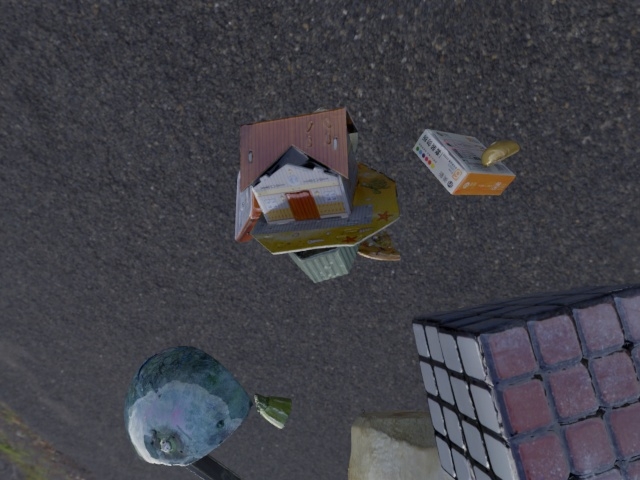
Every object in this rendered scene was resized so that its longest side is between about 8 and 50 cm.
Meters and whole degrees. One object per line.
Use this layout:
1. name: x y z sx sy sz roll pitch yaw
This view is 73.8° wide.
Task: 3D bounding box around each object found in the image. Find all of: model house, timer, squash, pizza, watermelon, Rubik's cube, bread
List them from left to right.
1. watermelon: -0.332 0.366 0.931 0.321 0.175 0.188 -24 111 13
2. timer: -0.199 -0.137 1.362 0.161 0.250 0.257 21 155 -15
3. squash: -0.176 0.561 1.433 0.132 0.105 0.105 28 133 -16
4. model house: -0.007 -0.103 0.583 0.219 0.208 0.136 -5 130 19
5. pizza: 0.213 0.013 1.475 0.184 0.176 0.036 21 130 31
6. bread: 0.508 -0.256 1.217 0.056 0.115 0.082 63 151 -1
7. Rubik's cube: 0.412 0.284 0.810 0.343 0.344 0.337 -10 173 -8

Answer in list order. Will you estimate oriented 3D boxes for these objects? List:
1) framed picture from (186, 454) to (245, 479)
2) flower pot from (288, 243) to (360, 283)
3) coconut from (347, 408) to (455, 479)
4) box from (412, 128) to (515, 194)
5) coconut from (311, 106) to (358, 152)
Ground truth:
1. framed picture: -0.274 0.689 1.223 0.259 0.023 0.189 37 163 -4
2. flower pot: 0.000 0.000 1.374 0.239 0.210 0.190 -16 148 6
3. coconut: 0.264 0.666 1.189 0.403 0.405 0.405 8 133 9
4. box: 0.450 -0.245 1.340 0.273 0.221 0.091 -1 138 -36
5. coconut: 0.023 -0.282 1.257 0.194 0.195 0.195 8 133 9
